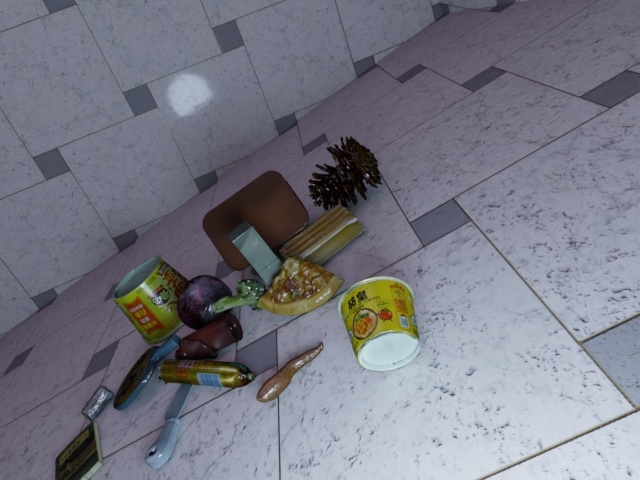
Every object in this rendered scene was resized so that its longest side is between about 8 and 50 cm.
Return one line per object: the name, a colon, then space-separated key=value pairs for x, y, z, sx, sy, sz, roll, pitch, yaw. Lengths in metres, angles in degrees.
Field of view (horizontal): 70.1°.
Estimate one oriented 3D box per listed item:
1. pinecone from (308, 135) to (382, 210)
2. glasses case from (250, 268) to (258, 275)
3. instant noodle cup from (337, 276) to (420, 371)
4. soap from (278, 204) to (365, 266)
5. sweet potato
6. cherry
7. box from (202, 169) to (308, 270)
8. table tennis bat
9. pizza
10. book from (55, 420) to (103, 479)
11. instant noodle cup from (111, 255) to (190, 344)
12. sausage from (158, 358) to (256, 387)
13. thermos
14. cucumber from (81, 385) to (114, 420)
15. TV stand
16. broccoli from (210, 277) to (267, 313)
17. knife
pinecone: x=0.075 y=-0.231 z=1.677 sx=0.292 sy=0.246 sz=0.246 roll=-40 pitch=25 yaw=15
glasses case: x=-0.231 y=0.114 z=1.703 sx=0.083 sy=0.021 sz=0.032 roll=2 pitch=46 yaw=50
instant noodle cup: x=0.137 y=0.193 z=1.012 sx=0.182 sy=0.182 sz=0.144 roll=-28 pitch=38 yaw=15
soap: x=0.000 y=0.000 z=1.548 sx=0.274 sy=0.089 sz=0.173 roll=-37 pitch=25 yaw=-4
sweet potato: x=-0.075 y=0.333 z=1.158 sx=0.214 sy=0.050 sz=0.050 roll=-39 pitch=27 yaw=-19
cherry: x=-0.386 y=0.214 z=1.561 sx=0.195 sy=0.195 sz=0.195 roll=-27 pitch=28 yaw=16
box: x=-0.226 y=-0.076 z=1.704 sx=0.339 sy=0.240 sz=0.229 roll=-34 pitch=2 yaw=4
table tennis bat: x=-0.581 y=0.429 z=1.517 sx=0.329 sy=0.044 sz=0.215 roll=-44 pitch=23 yaw=14
pizza: x=-0.070 y=0.124 z=1.370 sx=0.291 sy=0.058 sz=0.198 roll=-14 pitch=67 yaw=18
book: x=-0.744 y=0.676 z=1.399 sx=0.160 sy=0.024 sz=0.228 roll=-46 pitch=29 yaw=-13
instant noodle cup: x=-0.653 y=0.221 z=1.797 sx=0.311 sy=0.222 sz=0.311 roll=-28 pitch=28 yaw=17
sausage: x=-0.324 y=0.382 z=1.308 sx=0.371 sy=0.082 sz=0.082 roll=-9 pitch=37 yaw=35
thermos: x=-0.367 y=0.319 z=1.450 sx=0.231 sy=0.099 sz=0.124 roll=-28 pitch=32 yaw=13
cucumber: x=-0.768 y=0.559 z=1.569 sx=0.064 sy=0.064 sz=0.112 roll=-3 pitch=44 yaw=46
TV stand: x=-0.179 y=0.068 z=1.445 sx=0.082 sy=0.270 sz=0.088 roll=-40 pitch=28 yaw=-8
broccoli: x=-0.258 y=0.184 z=1.449 sx=0.122 sy=0.118 sz=0.204 roll=30 pitch=26 yaw=29
knife: x=-0.418 y=0.496 z=1.303 sx=0.080 sy=0.044 sz=0.331 roll=-30 pitch=22 yaw=17
